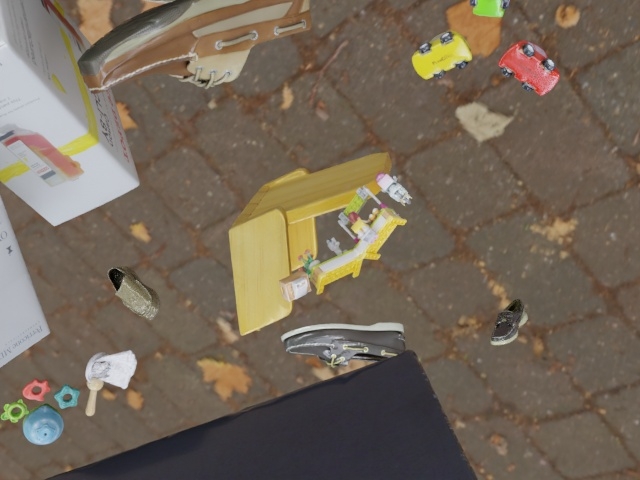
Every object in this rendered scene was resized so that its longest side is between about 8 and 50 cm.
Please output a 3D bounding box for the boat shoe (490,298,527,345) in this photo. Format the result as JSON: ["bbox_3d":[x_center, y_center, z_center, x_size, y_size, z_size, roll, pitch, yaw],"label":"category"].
[{"bbox_3d":[0.379,0.166,1.928,0.056,0.152,0.049,-6,107,29],"label":"boat shoe"}]

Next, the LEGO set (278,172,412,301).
[{"bbox_3d":[0.033,-0.007,1.672,0.107,0.287,0.132,48,-179,29],"label":"LEGO set"}]

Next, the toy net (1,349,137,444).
[{"bbox_3d":[-0.424,0.251,1.620,0.122,0.232,0.045,55,172,-25],"label":"toy net"}]

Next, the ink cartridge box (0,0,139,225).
[{"bbox_3d":[-0.432,-0.238,1.352,0.160,0.279,0.385,-23,152,4],"label":"ink cartridge box"}]

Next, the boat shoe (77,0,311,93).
[{"bbox_3d":[-0.135,-0.249,1.172,0.122,0.324,0.120,15,132,58],"label":"boat shoe"}]

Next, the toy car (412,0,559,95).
[{"bbox_3d":[0.268,-0.348,1.494,0.238,0.053,0.225,10,132,13],"label":"toy car"}]

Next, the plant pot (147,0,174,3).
[{"bbox_3d":[-0.345,-0.638,1.811,0.256,0.274,0.256,17,173,2],"label":"plant pot"}]

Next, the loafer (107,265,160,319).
[{"bbox_3d":[-0.350,0.097,1.753,0.148,0.050,0.056,37,104,39],"label":"loafer"}]

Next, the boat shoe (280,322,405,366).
[{"bbox_3d":[0.044,0.184,1.642,0.227,0.069,0.081,-1,161,-20],"label":"boat shoe"}]

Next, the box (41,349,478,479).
[{"bbox_3d":[-0.038,0.276,0.416,0.312,0.179,0.343,-19,107,1],"label":"box"}]

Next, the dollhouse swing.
[{"bbox_3d":[0.000,0.000,1.978,0.304,0.347,0.315,-2,107,8],"label":"dollhouse swing"}]

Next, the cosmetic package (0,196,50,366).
[{"bbox_3d":[-0.503,0.075,1.218,0.138,0.224,0.225,17,130,35],"label":"cosmetic package"}]
